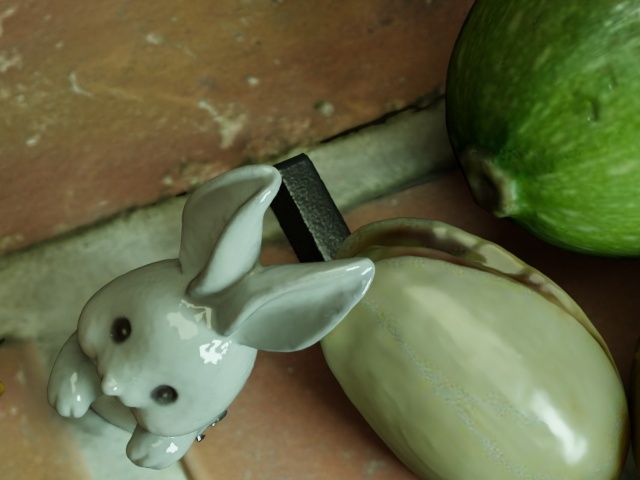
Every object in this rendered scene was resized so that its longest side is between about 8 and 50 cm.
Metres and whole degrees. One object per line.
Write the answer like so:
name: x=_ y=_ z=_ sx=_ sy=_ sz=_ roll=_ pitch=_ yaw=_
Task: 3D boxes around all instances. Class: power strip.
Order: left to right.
power strip: x=0.000 y=0.000 z=1.180 sx=0.029 sy=0.038 sz=0.111 roll=-22 pitch=74 yaw=-23

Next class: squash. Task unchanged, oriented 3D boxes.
squash: x=0.215 y=-0.119 z=1.198 sx=0.309 sy=0.310 sz=0.310 roll=-24 pitch=74 yaw=-5

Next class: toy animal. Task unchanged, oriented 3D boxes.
toy animal: x=-0.073 y=0.049 z=1.035 sx=0.131 sy=0.221 sz=0.104 roll=-37 pitch=86 yaw=-29

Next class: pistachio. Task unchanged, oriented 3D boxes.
pistachio: x=0.094 y=0.078 z=1.114 sx=0.215 sy=0.144 sz=0.144 roll=43 pitch=60 yaw=-15

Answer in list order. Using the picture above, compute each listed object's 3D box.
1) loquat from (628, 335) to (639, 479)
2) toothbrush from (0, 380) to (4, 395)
loquat: x=0.284 y=0.100 z=1.122 sx=0.208 sy=0.208 sz=0.208 roll=7 pitch=65 yaw=-14
toothbrush: x=-0.339 y=0.073 z=1.050 sx=0.321 sy=0.023 sz=0.031 roll=7 pitch=68 yaw=-14
